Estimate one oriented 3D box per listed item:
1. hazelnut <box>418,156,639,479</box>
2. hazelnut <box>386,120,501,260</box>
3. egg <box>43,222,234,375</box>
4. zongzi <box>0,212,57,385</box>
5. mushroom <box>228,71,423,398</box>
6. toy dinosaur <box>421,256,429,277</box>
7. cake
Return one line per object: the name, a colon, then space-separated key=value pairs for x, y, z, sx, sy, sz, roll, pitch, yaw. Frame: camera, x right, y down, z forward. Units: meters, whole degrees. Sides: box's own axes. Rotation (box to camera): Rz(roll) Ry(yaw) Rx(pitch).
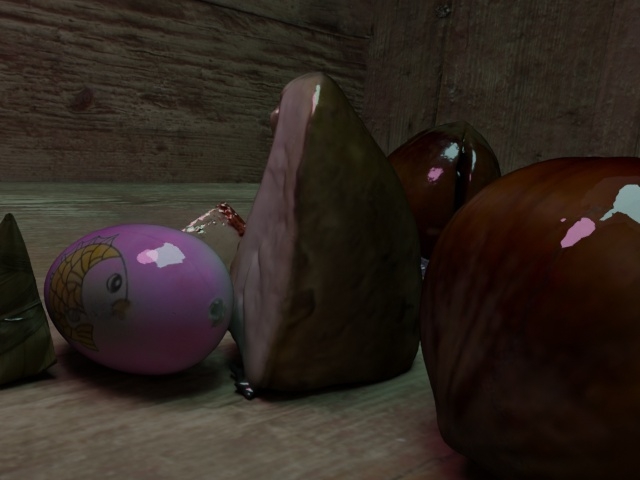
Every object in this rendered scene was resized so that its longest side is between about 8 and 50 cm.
hazelnut: x=0.276 y=0.083 z=0.639 sx=0.358 sy=0.360 sz=0.409 roll=2 pitch=3 yaw=-20
hazelnut: x=0.304 y=-0.112 z=1.690 sx=0.401 sy=0.403 sz=0.429 roll=8 pitch=16 yaw=12
egg: x=-0.238 y=0.075 z=0.807 sx=0.271 sy=0.197 sz=0.196 roll=-9 pitch=0 yaw=36
zongzi: x=-0.418 y=0.053 z=0.776 sx=0.204 sy=0.205 sz=0.094 roll=14 pitch=21 yaw=42
mushroom: x=0.040 y=-0.013 z=0.854 sx=0.313 sy=0.398 sz=0.224 roll=4 pitch=15 yaw=-28
toy dinosaur: x=0.301 y=0.090 z=1.315 sx=0.162 sy=0.077 sz=0.294 roll=7 pitch=10 yaw=-37
cake: x=-0.219 y=0.025 z=1.074 sx=0.158 sy=0.160 sz=0.262 roll=-38 pitch=29 yaw=-24
